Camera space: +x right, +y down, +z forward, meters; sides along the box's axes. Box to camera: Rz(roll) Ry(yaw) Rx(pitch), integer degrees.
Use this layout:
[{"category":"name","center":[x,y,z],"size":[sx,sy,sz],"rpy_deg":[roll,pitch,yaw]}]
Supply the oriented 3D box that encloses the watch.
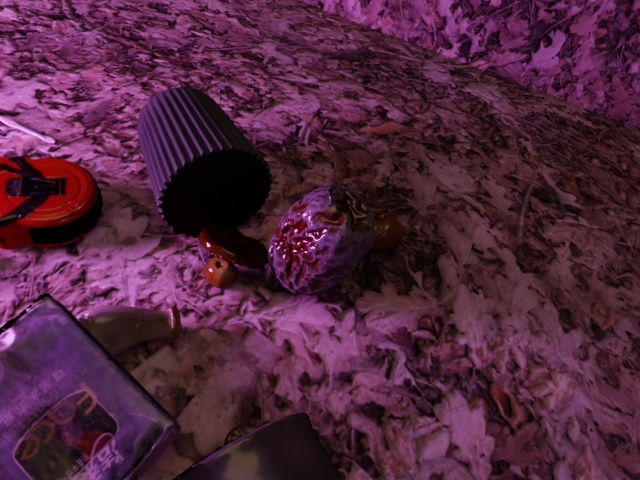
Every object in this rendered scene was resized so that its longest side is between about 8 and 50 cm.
[{"category":"watch","center":[-0.128,0.431,0.679],"size":[0.335,0.327,0.314],"rpy_deg":[-19,58,-29]}]

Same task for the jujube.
[{"category":"jujube","center":[0.000,0.000,1.107],"size":[0.225,0.317,0.226],"rpy_deg":[16,51,-20]}]

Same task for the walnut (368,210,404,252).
[{"category":"walnut","center":[0.125,-0.020,1.285],"size":[0.245,0.137,0.137],"rpy_deg":[-3,51,-8]}]

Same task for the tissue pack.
[{"category":"tissue pack","center":[-0.460,0.306,0.791],"size":[0.361,0.122,0.259],"rpy_deg":[39,68,14]}]

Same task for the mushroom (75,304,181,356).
[{"category":"mushroom","center":[-0.419,0.188,0.964],"size":[0.225,0.093,0.116],"rpy_deg":[-9,72,-35]}]

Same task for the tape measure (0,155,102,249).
[{"category":"tape measure","center":[-0.682,-0.103,1.106],"size":[0.260,0.114,0.253],"rpy_deg":[-8,54,-23]}]

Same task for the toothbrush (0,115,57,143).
[{"category":"toothbrush","center":[-0.882,-0.333,1.298],"size":[0.269,0.027,0.021],"rpy_deg":[24,83,3]}]

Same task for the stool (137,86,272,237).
[{"category":"stool","center":[-0.332,-0.222,1.212],"size":[0.297,0.297,0.330],"rpy_deg":[-15,52,-28]}]

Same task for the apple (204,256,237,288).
[{"category":"apple","center":[-0.248,0.078,1.116],"size":[0.083,0.071,0.084],"rpy_deg":[9,48,-10]}]

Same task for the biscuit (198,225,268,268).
[{"category":"biscuit","center":[-0.218,0.018,1.147],"size":[0.192,0.049,0.192],"rpy_deg":[23,16,-7]}]
